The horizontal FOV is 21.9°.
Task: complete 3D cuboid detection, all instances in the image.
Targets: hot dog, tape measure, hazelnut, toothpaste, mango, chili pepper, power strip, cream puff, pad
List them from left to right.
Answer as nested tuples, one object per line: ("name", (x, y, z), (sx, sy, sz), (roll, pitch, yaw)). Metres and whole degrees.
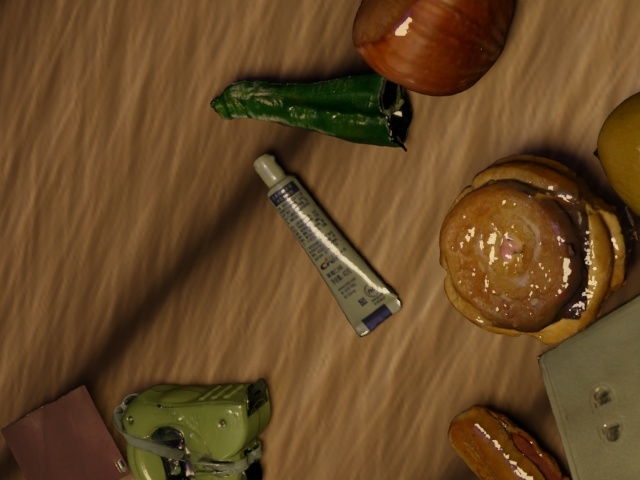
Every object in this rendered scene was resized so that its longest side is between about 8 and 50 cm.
("pad", (-0.293, 0.240, 1.887), (0.188, 0.006, 0.113), (-30, 88, 43))
("tape measure", (-0.140, 0.226, 1.799), (0.177, 0.087, 0.154), (-1, 105, 27))
("chili pepper", (-0.018, -0.134, 1.695), (0.227, 0.059, 0.088), (4, 125, 30))
("toothpaste", (0.000, 0.000, 1.721), (0.062, 0.037, 0.216), (-38, 87, 25))
("hazelnut", (0.110, -0.213, 1.578), (0.150, 0.150, 0.150), (5, 102, 23))
("cream puff", (0.210, 0.006, 1.577), (0.189, 0.129, 0.189), (6, 101, 33))
("hot dog", (0.238, 0.277, 1.649), (0.286, 0.061, 0.088), (51, 141, 4))
("power strip", (0.324, 0.150, 1.573), (0.213, 0.064, 0.198), (-31, 51, 28))
("mango", (0.365, -0.051, 1.518), (0.237, 0.091, 0.137), (39, 119, 13))
